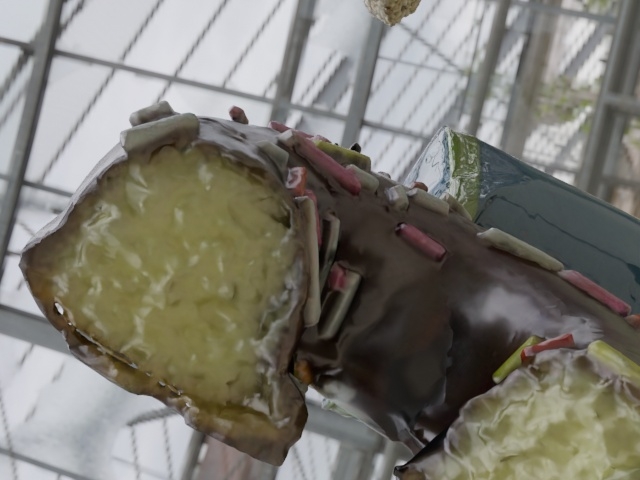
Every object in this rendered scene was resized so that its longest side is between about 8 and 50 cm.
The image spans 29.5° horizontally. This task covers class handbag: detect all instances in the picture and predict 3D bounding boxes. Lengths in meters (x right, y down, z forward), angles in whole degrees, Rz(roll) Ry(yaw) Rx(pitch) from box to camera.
[{"bbox_3d":[0.156,0.065,1.031,0.263,0.241,0.222,-59,13,30],"label":"handbag"}]

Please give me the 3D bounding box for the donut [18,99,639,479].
[{"bbox_3d":[0.047,0.049,0.621,0.136,0.345,0.259,-61,-13,14],"label":"donut"}]

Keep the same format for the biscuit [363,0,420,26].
[{"bbox_3d":[0.080,-0.359,1.551,0.070,0.082,0.168,-36,-49,-19],"label":"biscuit"}]

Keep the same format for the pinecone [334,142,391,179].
[{"bbox_3d":[0.000,0.000,1.657,0.224,0.224,0.272,-44,-25,-59],"label":"pinecone"}]
